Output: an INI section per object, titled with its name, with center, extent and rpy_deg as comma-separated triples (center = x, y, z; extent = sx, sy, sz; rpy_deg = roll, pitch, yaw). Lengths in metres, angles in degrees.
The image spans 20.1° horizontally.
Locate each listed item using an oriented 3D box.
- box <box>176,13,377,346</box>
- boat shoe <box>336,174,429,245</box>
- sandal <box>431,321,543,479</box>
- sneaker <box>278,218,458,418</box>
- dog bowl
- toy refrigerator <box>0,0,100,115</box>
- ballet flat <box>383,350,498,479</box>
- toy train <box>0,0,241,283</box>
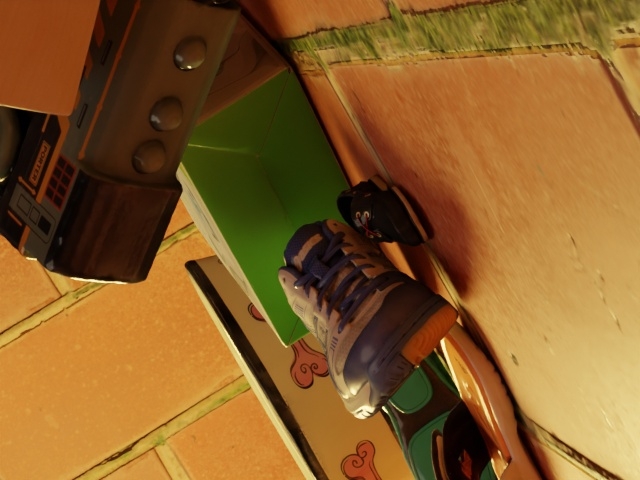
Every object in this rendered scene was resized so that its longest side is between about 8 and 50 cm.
[box]
center = -0.071, -0.080, 1.627
extent = 0.231, 0.126, 0.262
rpy_deg = 50, 170, 49
[boat shoe]
center = 0.046, -0.016, 1.348
extent = 0.049, 0.042, 0.133
rpy_deg = 63, 172, -17
[sandal]
center = 0.122, 0.169, 1.462
extent = 0.102, 0.076, 0.265
rpy_deg = 54, 172, 50
[sneaker]
center = 0.019, 0.050, 1.395
extent = 0.131, 0.112, 0.296
rpy_deg = 45, 178, -5
[dog bowl]
center = 0.005, 0.166, 2.116
extent = 0.408, 0.150, 0.408
rpy_deg = 59, 175, 8
[toy refrigerator]
center = -0.203, -0.235, 1.282
extent = 0.094, 0.102, 0.270
rpy_deg = -131, 54, -60
[ballet flat]
center = 0.104, 0.157, 1.642
extent = 0.247, 0.083, 0.087
rpy_deg = 58, -161, 8
[toy train]
center = -0.164, -0.126, 1.421
extent = 0.142, 0.334, 0.190
rpy_deg = 8, -157, -44
